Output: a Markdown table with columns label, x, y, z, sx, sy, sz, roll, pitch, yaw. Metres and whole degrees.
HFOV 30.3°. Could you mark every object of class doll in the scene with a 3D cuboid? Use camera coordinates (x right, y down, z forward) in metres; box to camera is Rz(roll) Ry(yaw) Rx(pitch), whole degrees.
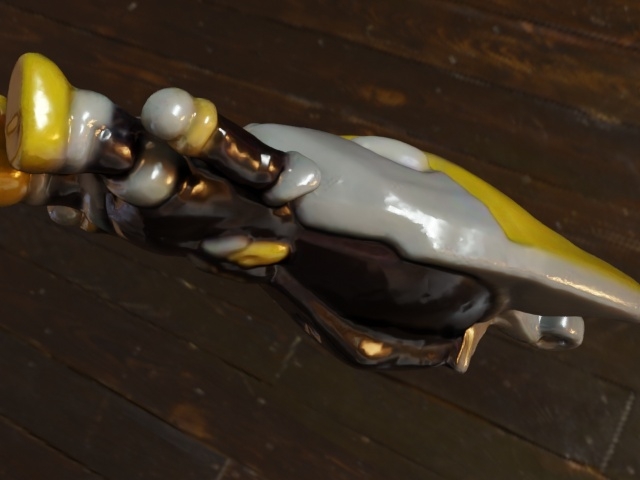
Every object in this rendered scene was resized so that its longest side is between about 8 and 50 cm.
| label | x | y | z | sx | sy | sz | roll | pitch | yaw |
| --- | --- | --- | --- | --- | --- | --- | --- | --- | --- |
| doll | -0.002 | 0.000 | 0.547 | 0.145 | 0.316 | 0.103 | -49 | 36 | 37 |
